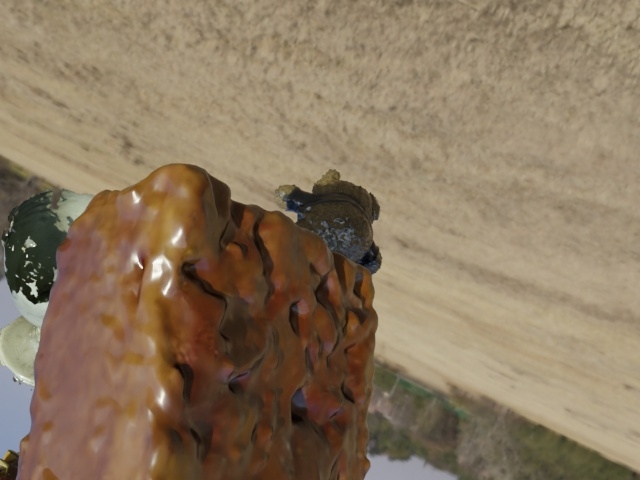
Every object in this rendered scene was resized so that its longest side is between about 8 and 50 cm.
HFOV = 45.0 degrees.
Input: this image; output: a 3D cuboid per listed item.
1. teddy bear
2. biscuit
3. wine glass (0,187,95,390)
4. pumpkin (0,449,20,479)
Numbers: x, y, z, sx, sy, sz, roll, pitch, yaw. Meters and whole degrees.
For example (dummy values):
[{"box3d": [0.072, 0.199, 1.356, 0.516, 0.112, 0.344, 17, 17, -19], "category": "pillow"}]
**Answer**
[{"box3d": [0.013, -0.005, 1.058, 0.129, 0.251, 0.182, -27, 114, 42], "category": "teddy bear"}, {"box3d": [-0.087, 0.169, 0.668, 0.166, 0.395, 0.342, -4, 160, 27], "category": "biscuit"}, {"box3d": [-0.432, 0.082, 1.279, 0.190, 0.190, 0.357, 26, 133, 0], "category": "wine glass"}, {"box3d": [-0.727, 0.606, 1.843, 0.149, 0.130, 0.254, 21, -145, 1], "category": "pumpkin"}]
